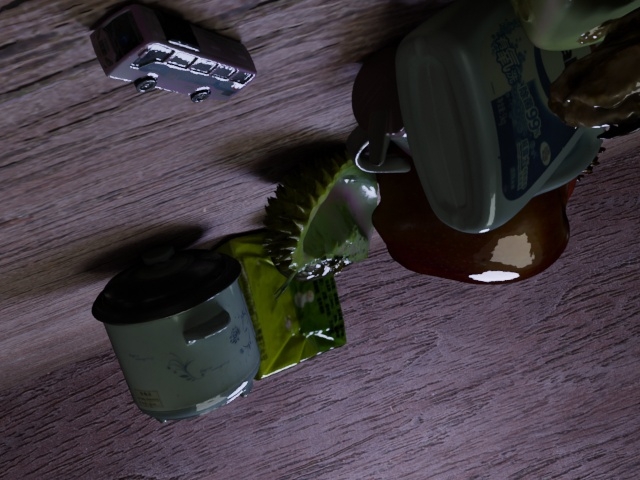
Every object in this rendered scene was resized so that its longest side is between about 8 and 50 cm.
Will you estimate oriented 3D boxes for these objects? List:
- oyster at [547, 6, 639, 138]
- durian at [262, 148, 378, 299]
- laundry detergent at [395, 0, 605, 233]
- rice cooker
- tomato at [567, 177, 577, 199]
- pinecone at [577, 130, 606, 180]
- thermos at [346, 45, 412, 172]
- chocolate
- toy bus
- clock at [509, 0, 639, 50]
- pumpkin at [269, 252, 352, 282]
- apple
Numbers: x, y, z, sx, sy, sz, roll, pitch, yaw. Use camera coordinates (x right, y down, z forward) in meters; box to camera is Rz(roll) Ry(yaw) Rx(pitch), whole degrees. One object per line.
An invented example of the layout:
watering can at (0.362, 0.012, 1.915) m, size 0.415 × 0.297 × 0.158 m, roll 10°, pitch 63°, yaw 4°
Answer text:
oyster at (0.280, -0.164, 0.301) m, size 0.345 × 0.078 × 0.128 m, roll -30°, pitch -170°, yaw 29°
durian at (0.018, -0.041, 0.898) m, size 0.157 × 0.169 × 0.355 m, roll -25°, pitch 176°, yaw 25°
laundry detergent at (0.212, -0.148, 0.564) m, size 0.280 × 0.215 × 0.105 m, roll -30°, pitch -155°, yaw -27°
rice cooker at (-0.252, 0.150, 1.050) m, size 0.264 × 0.316 × 0.316 m, roll -26°, pitch 176°, yaw -33°
tomato at (0.401, -0.106, 1.184) m, size 0.309 × 0.170 × 0.309 m, roll -28°, pitch -159°, yaw 12°
pinecone at (0.554, -0.215, 1.297) m, size 0.173 × 0.173 × 0.173 m, roll -21°, pitch 172°, yaw -3°
thermos at (0.139, -0.138, 0.681) m, size 0.265 × 0.146 × 0.176 m, roll 0°, pitch 145°, yaw -47°
chocolate at (-0.099, 0.129, 1.312) m, size 0.137 × 0.301 × 0.289 m, roll -13°, pitch 179°, yaw 41°
toy bus at (-0.100, -0.132, 0.426) m, size 0.052 × 0.037 × 0.130 m, roll -28°, pitch 171°, yaw 26°
clock at (0.277, -0.256, 0.323) m, size 0.348 × 0.117 × 0.286 m, roll -24°, pitch 172°, yaw 7°
pumpkin at (0.000, 0.000, 1.184) m, size 0.223 × 0.157 × 0.224 m, roll -27°, pitch 164°, yaw -9°
apple at (0.247, -0.070, 0.926) m, size 0.317 × 0.288 × 0.288 m, roll -9°, pitch 178°, yaw 23°
